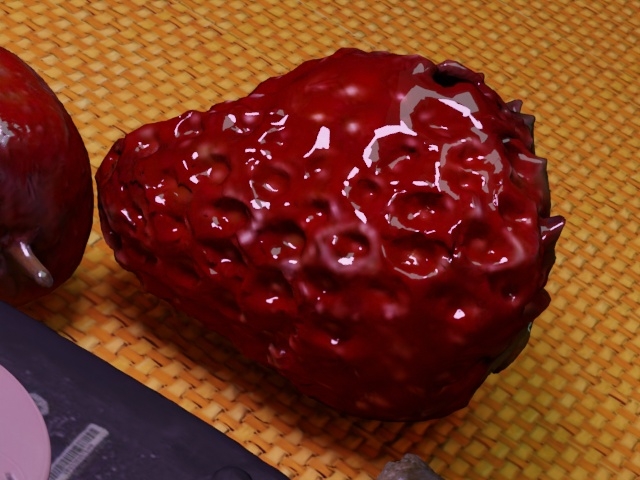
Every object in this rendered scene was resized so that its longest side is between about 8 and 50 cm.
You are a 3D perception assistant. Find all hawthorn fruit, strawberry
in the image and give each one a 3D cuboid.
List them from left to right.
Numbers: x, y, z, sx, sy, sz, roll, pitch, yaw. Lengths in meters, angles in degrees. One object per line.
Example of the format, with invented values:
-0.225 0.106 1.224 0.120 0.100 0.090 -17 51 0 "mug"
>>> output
-0.268 -0.039 1.415 0.215 0.215 0.250 -8 46 -37 "hawthorn fruit"
0.000 0.000 1.457 0.345 0.295 0.317 -1 6 -3 "strawberry"

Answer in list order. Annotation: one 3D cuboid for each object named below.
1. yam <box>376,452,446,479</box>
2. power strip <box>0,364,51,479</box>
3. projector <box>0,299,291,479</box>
0.150 0.271 1.340 0.067 0.071 0.317 -39 61 -12 "yam"
-0.211 0.115 0.914 0.154 0.078 0.154 17 37 -13 "power strip"
-0.246 0.221 1.029 0.405 0.242 0.395 29 33 8 "projector"
